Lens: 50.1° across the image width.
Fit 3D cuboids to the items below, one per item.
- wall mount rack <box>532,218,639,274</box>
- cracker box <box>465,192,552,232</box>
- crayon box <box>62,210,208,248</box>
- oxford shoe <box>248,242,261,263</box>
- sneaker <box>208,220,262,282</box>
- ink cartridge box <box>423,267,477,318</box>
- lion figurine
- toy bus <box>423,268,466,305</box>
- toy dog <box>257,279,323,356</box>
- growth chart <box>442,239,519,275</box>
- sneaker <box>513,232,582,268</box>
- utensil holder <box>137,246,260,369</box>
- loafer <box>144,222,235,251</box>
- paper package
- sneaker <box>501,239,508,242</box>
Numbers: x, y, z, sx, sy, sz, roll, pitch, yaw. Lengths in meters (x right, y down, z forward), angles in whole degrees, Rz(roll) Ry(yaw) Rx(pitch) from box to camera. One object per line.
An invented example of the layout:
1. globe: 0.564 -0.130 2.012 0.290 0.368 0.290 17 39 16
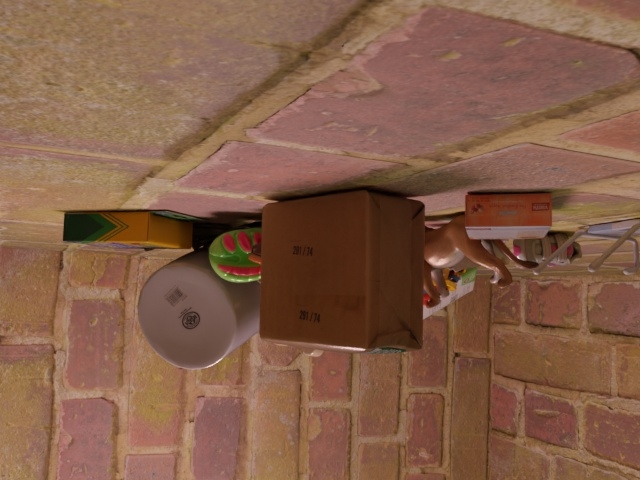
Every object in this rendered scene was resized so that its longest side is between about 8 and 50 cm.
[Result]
1. wall mount rack: 0.683 0.020 1.582 0.303 0.131 0.350 4 174 -16
2. cracker box: 0.369 -0.044 1.353 0.155 0.067 0.232 0 175 14
3. crayon box: -0.487 -0.025 1.815 0.322 0.083 0.203 -1 174 23
4. oxford shoe: 0.000 0.000 1.609 0.363 0.133 0.130 -3 179 18
5. sneaker: -0.056 0.014 1.817 0.482 0.186 0.202 5 -165 -17
6. ink cartridge box: 0.380 0.158 2.311 0.272 0.115 0.198 -30 154 -7
7. lion figurine: 0.293 0.018 1.601 0.392 0.240 0.142 -24 180 39
8. toy bus: 0.371 0.102 2.152 0.220 0.212 0.149 1 173 -8
9. toy dog: -0.043 0.160 1.930 0.161 0.334 0.220 -27 166 39
10. growth chart: 0.379 0.024 1.778 0.237 0.021 0.172 -7 -140 -10
11. sneaker: 0.618 0.021 1.855 0.252 0.103 0.111 -2 174 -40
12. utensil holder: -0.305 0.172 2.017 0.327 0.328 0.385 0 -168 17
13. loafer: -0.378 -0.005 1.964 0.267 0.084 0.096 2 173 2
14. paper package: 0.035 0.067 1.375 0.168 0.310 0.324 7 172 -43
15. sneaker: 0.483 0.004 1.910 0.061 0.054 0.152 -15 180 -2
